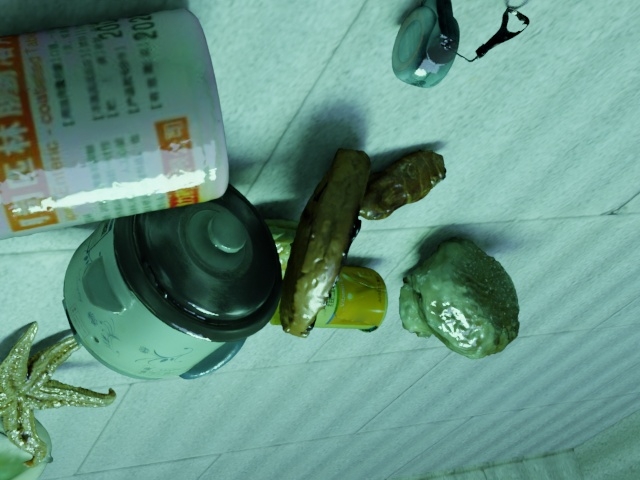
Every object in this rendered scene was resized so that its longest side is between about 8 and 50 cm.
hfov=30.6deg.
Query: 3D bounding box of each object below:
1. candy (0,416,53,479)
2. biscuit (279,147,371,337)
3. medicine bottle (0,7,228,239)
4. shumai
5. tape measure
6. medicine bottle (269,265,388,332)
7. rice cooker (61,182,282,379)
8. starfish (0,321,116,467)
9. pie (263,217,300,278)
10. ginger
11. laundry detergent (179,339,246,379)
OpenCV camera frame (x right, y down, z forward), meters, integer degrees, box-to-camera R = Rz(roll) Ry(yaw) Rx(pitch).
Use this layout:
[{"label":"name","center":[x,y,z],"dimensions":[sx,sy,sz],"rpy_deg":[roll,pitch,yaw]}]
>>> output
[{"label":"candy","center":[-0.752,0.424,2.261],"dimensions":[0.386,0.186,0.427],"rpy_deg":[-37,149,5]},{"label":"biscuit","center":[-0.001,-0.001,1.684],"dimensions":[0.075,0.296,0.296],"rpy_deg":[20,151,-4]},{"label":"medicine bottle","center":[-0.306,-0.117,1.262],"dimensions":[0.388,0.219,0.219],"rpy_deg":[-10,157,-9]},{"label":"shumai","center":[0.226,0.126,2.147],"dimensions":[0.222,0.225,0.260],"rpy_deg":[-27,170,24]},{"label":"tape measure","center":[0.177,-0.233,1.436],"dimensions":[0.179,0.104,0.107],"rpy_deg":[0,149,-31]},{"label":"medicine bottle","center":[0.001,0.098,2.078],"dimensions":[0.238,0.124,0.124],"rpy_deg":[7,149,-41]},{"label":"rice cooker","center":[-0.207,0.047,1.645],"dimensions":[0.316,0.264,0.317],"rpy_deg":[-19,165,-5]},{"label":"starfish","center":[-0.539,0.292,2.130],"dimensions":[0.327,0.094,0.375],"rpy_deg":[-29,142,-24]},{"label":"pie","center":[-0.115,0.026,1.879],"dimensions":[0.247,0.090,0.201],"rpy_deg":[-7,148,-17]},{"label":"ginger","center":[0.110,-0.082,1.786],"dimensions":[0.162,0.073,0.103],"rpy_deg":[-29,174,-17]},{"label":"laundry detergent","center":[-0.193,0.154,2.025],"dimensions":[0.143,0.094,0.290],"rpy_deg":[-37,-173,1]}]
